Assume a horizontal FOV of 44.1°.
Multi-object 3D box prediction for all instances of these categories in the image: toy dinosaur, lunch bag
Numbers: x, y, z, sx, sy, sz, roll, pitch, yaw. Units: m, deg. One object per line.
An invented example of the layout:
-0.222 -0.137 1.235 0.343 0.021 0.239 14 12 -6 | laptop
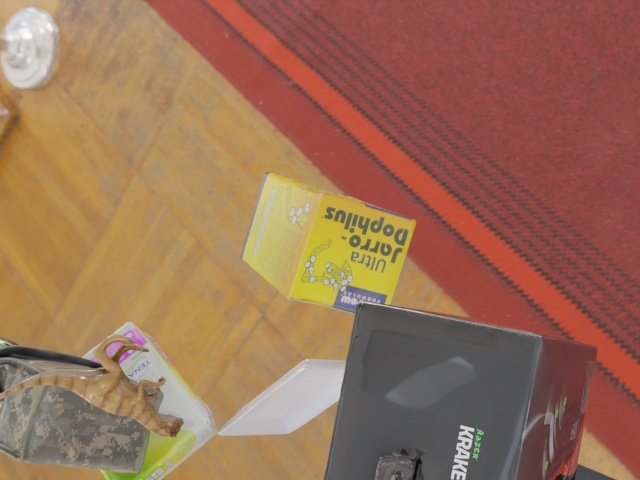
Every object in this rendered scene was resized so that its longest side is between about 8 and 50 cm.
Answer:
-0.248 0.162 0.892 0.211 0.064 0.112 22 73 -9 | toy dinosaur
-0.454 0.280 1.353 0.287 0.235 0.169 6 77 44 | lunch bag

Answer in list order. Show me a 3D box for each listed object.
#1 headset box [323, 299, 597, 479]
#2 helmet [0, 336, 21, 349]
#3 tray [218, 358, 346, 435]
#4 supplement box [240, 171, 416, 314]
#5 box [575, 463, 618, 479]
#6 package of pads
0.110 0.184 0.604 0.131 0.283 0.246 9 87 27 | headset box
-0.783 0.311 1.893 0.169 0.169 0.161 -47 47 25 | helmet
-0.041 0.246 1.243 0.270 0.145 0.030 -43 51 41 | tray
0.000 0.000 1.518 0.356 0.194 0.195 29 103 68 | supplement box
0.450 0.566 1.386 0.395 0.212 0.293 16 69 44 | box
-0.371 0.333 1.572 0.229 0.101 0.296 -38 68 -12 | package of pads
